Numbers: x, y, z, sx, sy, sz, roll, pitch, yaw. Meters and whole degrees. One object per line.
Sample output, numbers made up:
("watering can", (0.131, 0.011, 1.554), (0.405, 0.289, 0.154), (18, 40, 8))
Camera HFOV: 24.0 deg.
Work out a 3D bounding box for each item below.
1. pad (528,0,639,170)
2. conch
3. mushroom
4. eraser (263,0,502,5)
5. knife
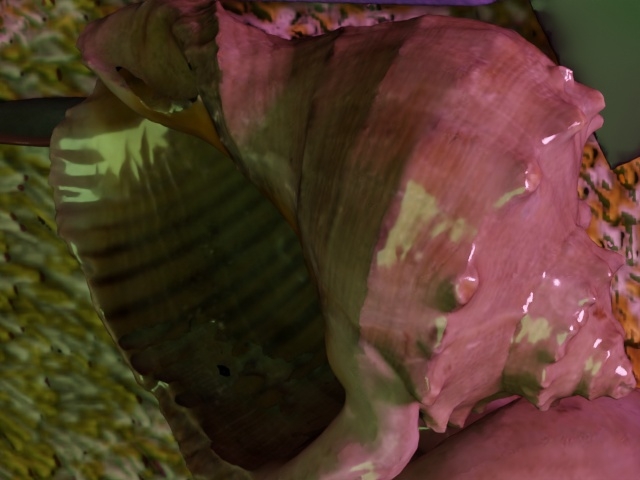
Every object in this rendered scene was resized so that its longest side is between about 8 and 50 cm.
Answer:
("pad", (0.250, -0.216, 0.690), (0.367, 0.007, 0.248), (-26, 104, 12))
("conch", (0.008, 0.003, 0.733), (0.324, 0.186, 0.263), (38, 101, 41))
("mushroom", (0.095, 0.173, 0.777), (0.255, 0.255, 0.184), (-31, 65, 19))
("eraser", (-0.007, -0.162, 0.756), (0.225, 0.036, 0.082), (2, 111, 9))
("knife", (-0.210, -0.071, 0.836), (0.247, 0.018, 0.035), (2, 112, 10))
